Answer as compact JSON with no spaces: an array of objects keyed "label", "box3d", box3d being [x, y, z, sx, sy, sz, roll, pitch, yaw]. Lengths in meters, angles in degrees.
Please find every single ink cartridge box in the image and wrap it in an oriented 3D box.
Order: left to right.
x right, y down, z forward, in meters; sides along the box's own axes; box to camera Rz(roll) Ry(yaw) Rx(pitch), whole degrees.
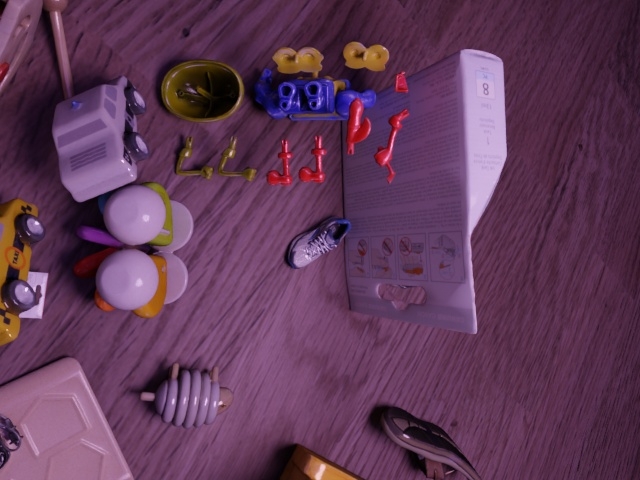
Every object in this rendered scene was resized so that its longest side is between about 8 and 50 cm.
[{"label":"ink cartridge box","box3d":[-0.408,0.064,0.587,0.115,0.029,0.062,9,82,-32]},{"label":"ink cartridge box","box3d":[0.155,-0.064,0.772,0.091,0.308,0.384,-3,90,-30]}]

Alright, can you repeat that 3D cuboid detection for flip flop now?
[{"label":"flip flop","box3d":[0.207,0.412,0.912,0.277,0.112,0.080,35,97,-28]}]

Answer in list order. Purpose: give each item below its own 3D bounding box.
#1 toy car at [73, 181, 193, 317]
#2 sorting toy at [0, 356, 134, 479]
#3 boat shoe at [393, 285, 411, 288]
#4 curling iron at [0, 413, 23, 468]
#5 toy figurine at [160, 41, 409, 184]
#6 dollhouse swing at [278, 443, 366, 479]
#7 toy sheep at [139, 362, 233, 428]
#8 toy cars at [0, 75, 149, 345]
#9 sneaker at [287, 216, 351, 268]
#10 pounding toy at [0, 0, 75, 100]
[{"label":"toy car","box3d":[-0.258,0.010,0.631,0.136,0.159,0.181,4,86,6]},{"label":"sorting toy","box3d":[-0.370,0.282,0.601,0.193,0.038,0.208,-25,96,-30]},{"label":"boat shoe","box3d":[0.197,-0.028,0.929,0.095,0.079,0.254,31,73,-26]},{"label":"curling iron","box3d":[-0.397,0.336,0.535,0.068,0.035,0.273,11,79,-27]},{"label":"toy figurine","box3d":[-0.039,-0.200,0.770,0.363,0.217,0.191,0,106,11]},{"label":"dollhouse swing","box3d":[0.018,0.532,0.668,0.315,0.305,0.346,39,68,-24]},{"label":"toy sheep","box3d":[-0.191,0.226,0.683,0.132,0.091,0.091,9,83,-17]},{"label":"toy cars","box3d":[-0.325,-0.061,0.539,0.393,0.177,0.087,-63,150,-22]},{"label":"sneaker","box3d":[0.000,0.000,0.821,0.135,0.058,0.052,-42,109,-25]},{"label":"pounding toy","box3d":[-0.367,-0.214,0.551,0.155,0.154,0.269,31,73,-27]}]
